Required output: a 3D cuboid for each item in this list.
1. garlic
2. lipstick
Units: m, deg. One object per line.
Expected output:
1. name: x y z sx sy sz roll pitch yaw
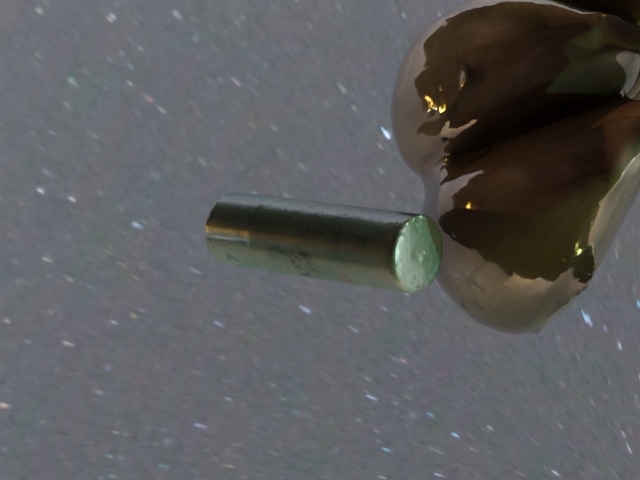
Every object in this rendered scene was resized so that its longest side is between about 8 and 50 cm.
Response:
1. garlic: 0.162 -0.068 1.039 0.237 0.292 0.210 -22 -100 -4
2. lipstick: 0.000 0.000 1.001 0.158 0.048 0.048 8 -100 44
